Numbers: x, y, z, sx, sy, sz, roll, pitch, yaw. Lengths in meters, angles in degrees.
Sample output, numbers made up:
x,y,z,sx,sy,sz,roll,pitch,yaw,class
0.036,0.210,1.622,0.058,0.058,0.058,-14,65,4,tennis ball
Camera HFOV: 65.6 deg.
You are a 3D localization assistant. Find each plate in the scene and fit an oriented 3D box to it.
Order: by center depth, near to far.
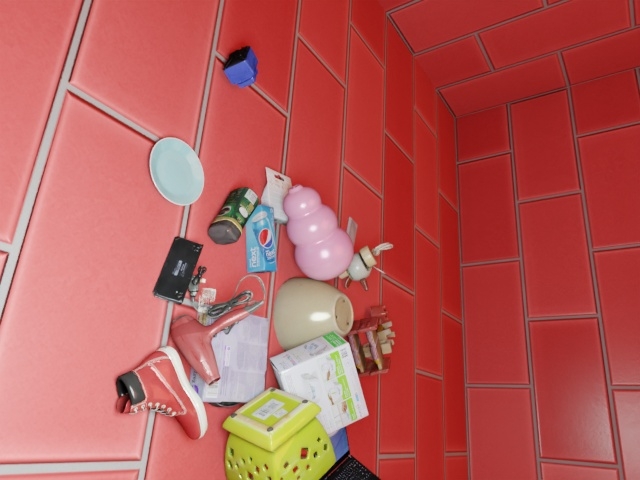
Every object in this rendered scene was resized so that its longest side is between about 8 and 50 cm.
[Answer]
x,y,z,sx,sy,sz,roll,pitch,yaw,class
-0.393,-0.186,1.352,0.188,0.024,0.188,24,61,-53,plate

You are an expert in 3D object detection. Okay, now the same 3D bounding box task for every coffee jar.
x,y,z,sx,sy,sz,roll,pitch,yaw,class
-0.257,-0.070,1.470,0.079,0.096,0.184,53,42,-32,coffee jar

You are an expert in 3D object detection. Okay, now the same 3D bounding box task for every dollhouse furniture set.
x,y,z,sx,sy,sz,roll,pitch,yaw,class
0.202,0.391,2.065,0.374,0.152,0.201,-46,121,-72,dollhouse furniture set

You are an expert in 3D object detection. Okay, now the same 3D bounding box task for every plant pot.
x,y,z,sx,sy,sz,roll,pitch,yaw,class
-0.121,0.540,1.344,0.228,0.227,0.207,-24,112,-45,plant pot
0.001,0.257,1.701,0.284,0.191,0.283,23,62,-54,plant pot

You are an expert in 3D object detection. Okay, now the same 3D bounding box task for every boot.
x,y,z,sx,sy,sz,roll,pitch,yaw,class
-0.378,0.396,1.167,0.176,0.089,0.244,-36,104,-55,boot

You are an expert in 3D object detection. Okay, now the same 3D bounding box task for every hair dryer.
x,y,z,sx,sy,sz,roll,pitch,yaw,class
-0.270,0.217,1.263,0.080,0.224,0.293,67,28,-66,hair dryer

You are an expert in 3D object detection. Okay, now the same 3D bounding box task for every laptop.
x,y,z,sx,sy,sz,roll,pitch,yaw,class
0.104,0.795,1.769,0.234,0.264,0.136,-10,127,-58,laptop

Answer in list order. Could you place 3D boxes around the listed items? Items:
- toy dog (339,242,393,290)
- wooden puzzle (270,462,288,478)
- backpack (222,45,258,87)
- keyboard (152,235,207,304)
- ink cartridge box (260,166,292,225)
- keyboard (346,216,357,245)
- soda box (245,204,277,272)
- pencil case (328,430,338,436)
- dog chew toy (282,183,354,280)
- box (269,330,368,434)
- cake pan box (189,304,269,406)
x,y,z,sx,sy,sz,roll,pitch,yaw,class
0.174,0.125,1.987,0.334,0.220,0.160,-6,71,-58,toy dog
-0.131,0.690,1.544,0.116,0.014,0.078,-46,116,-53,wooden puzzle
-0.253,-0.564,1.612,0.101,0.098,0.120,60,24,-45,backpack
-0.358,0.081,1.302,0.108,0.023,0.180,20,59,-12,keyboard
-0.151,-0.149,1.721,0.145,0.045,0.179,18,58,-54,ink cartridge box
0.123,0.020,2.129,0.072,0.014,0.255,51,43,-47,keyboard
-0.190,-0.003,1.579,0.067,0.071,0.209,9,74,-57,soda box
-0.022,0.530,1.665,0.124,0.114,0.272,-34,111,-38,pencil case
-0.020,-0.033,1.677,0.206,0.207,0.331,-47,118,-52,dog chew toy
-0.003,0.454,1.532,0.231,0.127,0.261,-21,105,-17,box
-0.250,0.331,1.401,0.246,0.070,0.266,23,62,-51,cake pan box
